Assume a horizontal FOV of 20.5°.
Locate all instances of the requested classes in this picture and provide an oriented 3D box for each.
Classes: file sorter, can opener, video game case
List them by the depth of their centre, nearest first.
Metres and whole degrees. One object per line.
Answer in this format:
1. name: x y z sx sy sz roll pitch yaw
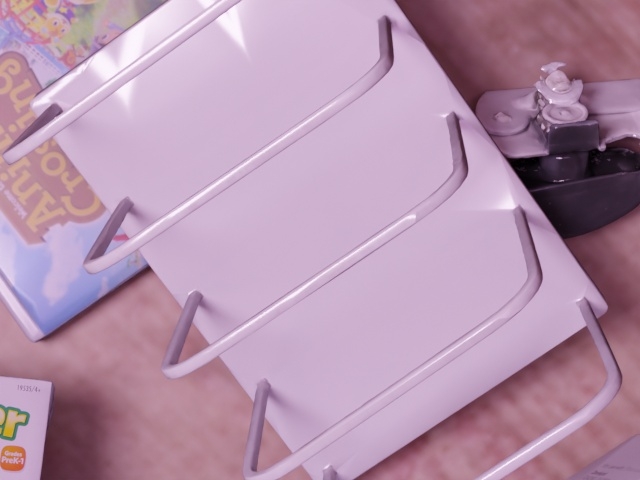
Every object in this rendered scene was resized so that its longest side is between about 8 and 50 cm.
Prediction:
1. file sorter: 0.000 0.000 0.896 0.193 0.173 0.278 -34 102 10
2. video game case: -0.142 -0.083 0.994 0.193 0.023 0.212 -35 93 -5
3. can opener: 0.222 -0.066 1.019 0.280 0.074 0.093 -8 124 -4

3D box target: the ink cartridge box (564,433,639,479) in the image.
1. ink cartridge box: 0.142 0.253 0.919 0.270 0.197 0.198 -30 93 -13

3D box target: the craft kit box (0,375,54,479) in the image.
1. craft kit box: -0.270 0.179 0.884 0.250 0.061 0.247 6 64 -8
